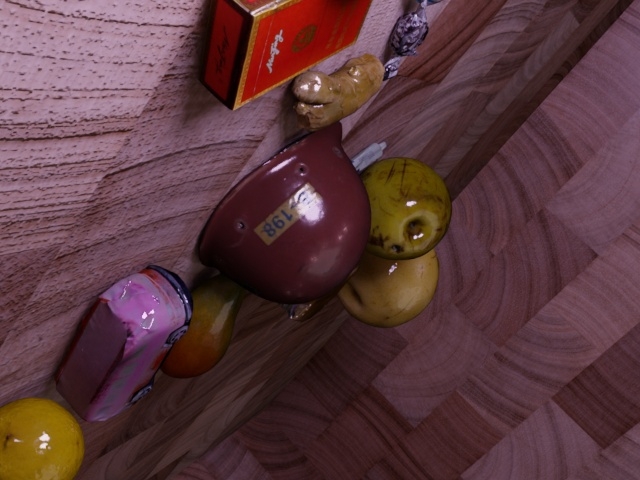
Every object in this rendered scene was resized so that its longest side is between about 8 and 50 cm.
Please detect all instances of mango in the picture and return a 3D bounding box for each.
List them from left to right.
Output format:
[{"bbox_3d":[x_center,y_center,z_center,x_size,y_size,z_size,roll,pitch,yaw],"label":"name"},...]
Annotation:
[{"bbox_3d":[-0.257,0.187,1.428,0.146,0.129,0.289,8,125,-26],"label":"mango"}]

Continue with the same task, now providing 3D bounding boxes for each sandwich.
[{"bbox_3d":[-0.026,0.085,1.754,0.227,0.155,0.198,-45,167,-1],"label":"sandwich"}]

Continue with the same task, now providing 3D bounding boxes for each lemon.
[{"bbox_3d":[-0.485,0.353,1.127,0.178,0.178,0.203,-40,165,-21],"label":"lemon"}]

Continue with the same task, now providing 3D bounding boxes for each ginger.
[{"bbox_3d":[0.027,-0.233,1.102,0.205,0.081,0.115,-25,126,-36],"label":"ginger"}]

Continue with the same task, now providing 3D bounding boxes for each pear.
[{"bbox_3d":[0.211,0.103,2.151,0.348,0.348,0.348,-42,167,-12],"label":"pear"},{"bbox_3d":[0.201,-0.074,1.696,0.283,0.283,0.283,-42,167,-12],"label":"pear"}]

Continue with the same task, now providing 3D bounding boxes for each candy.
[{"bbox_3d":[0.150,-0.363,1.160,0.094,0.051,0.226,-26,158,-26],"label":"candy"}]

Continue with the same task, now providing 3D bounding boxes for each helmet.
[{"bbox_3d":[-0.024,-0.016,1.303,0.385,0.230,0.337,-42,166,-8],"label":"helmet"}]

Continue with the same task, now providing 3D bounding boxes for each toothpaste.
[{"bbox_3d":[0.069,-0.164,1.543,0.233,0.038,0.060,-38,-168,-26],"label":"toothpaste"}]

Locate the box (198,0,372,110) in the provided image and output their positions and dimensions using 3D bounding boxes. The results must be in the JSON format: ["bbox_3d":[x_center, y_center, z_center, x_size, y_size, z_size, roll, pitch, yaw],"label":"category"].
[{"bbox_3d":[-0.032,-0.274,0.825,0.240,0.074,0.153,-38,169,-33],"label":"box"}]

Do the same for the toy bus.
[{"bbox_3d":[-0.337,0.181,1.155,0.147,0.127,0.303,-23,155,-51],"label":"toy bus"}]
